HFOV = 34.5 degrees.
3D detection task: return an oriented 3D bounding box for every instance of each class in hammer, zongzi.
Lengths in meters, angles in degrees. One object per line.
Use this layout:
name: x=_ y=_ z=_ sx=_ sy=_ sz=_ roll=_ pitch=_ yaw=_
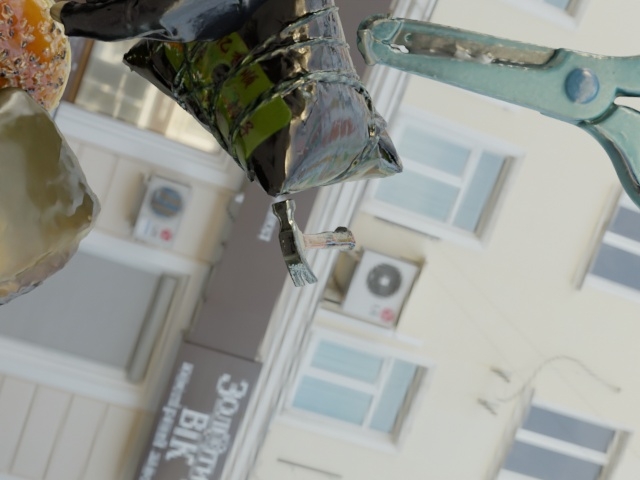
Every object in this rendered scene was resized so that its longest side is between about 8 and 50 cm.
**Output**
hammer: x=-0.001 y=0.000 z=1.419 sx=0.287 sy=0.033 sz=0.111 roll=-7 pitch=85 yaw=-73
zongzi: x=-0.042 y=-0.264 z=1.348 sx=0.362 sy=0.383 sz=0.319 roll=-54 pitch=165 yaw=24

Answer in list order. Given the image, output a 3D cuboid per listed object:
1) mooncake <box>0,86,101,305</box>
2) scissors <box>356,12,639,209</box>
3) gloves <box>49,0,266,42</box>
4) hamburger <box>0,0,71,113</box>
mooncake: x=-0.510 y=-0.028 z=1.418 sx=0.393 sy=0.246 sz=0.394 roll=-30 pitch=-163 yaw=-6
scissors: x=0.216 y=-0.117 z=0.848 sx=0.032 sy=0.393 sz=0.180 roll=-179 pitch=-79 yaw=-82
gloves: x=-0.176 y=-0.290 z=1.124 sx=0.301 sy=0.197 sz=0.152 roll=-1 pitch=-102 yaw=31
hamburger: x=-0.489 y=-0.256 z=1.427 sx=0.176 sy=0.300 sz=0.300 roll=55 pitch=-51 yaw=44
